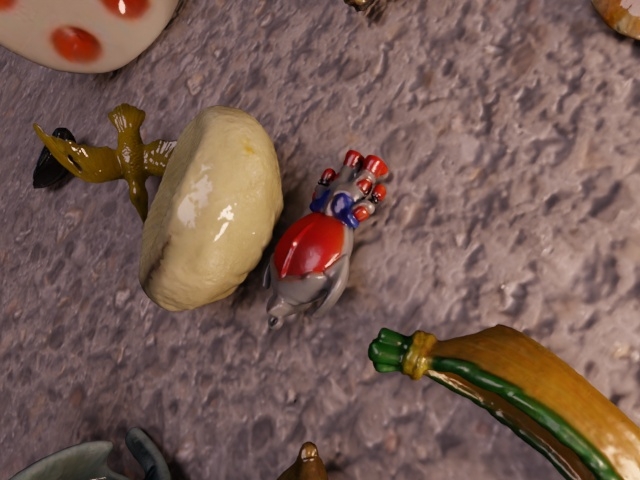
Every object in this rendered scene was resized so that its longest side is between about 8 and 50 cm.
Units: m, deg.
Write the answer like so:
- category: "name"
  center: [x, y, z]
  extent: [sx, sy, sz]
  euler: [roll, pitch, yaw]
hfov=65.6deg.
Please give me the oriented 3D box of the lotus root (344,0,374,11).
- category: "lotus root"
  center: [0.081, -0.347, 0.508]
  extent: [0.214, 0.138, 0.138]
  euler: [-54, 54, 16]

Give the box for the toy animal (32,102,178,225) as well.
- category: "toy animal"
  center: [-0.240, -0.098, 0.667]
  extent: [0.218, 0.155, 0.095]
  euler: [-9, 32, -12]

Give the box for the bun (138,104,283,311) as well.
- category: "bun"
  center: [-0.109, -0.027, 0.533]
  extent: [0.222, 0.127, 0.223]
  euler: [-43, 38, 47]

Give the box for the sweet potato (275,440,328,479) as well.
- category: "sweet potato"
  center: [-0.044, 0.287, 0.418]
  extent: [0.069, 0.059, 0.250]
  euler: [11, 84, 22]

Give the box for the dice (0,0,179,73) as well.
- category: "dice"
  center: [-0.411, -0.464, 0.760]
  extent: [0.276, 0.304, 0.304]
  euler: [-30, 60, 20]

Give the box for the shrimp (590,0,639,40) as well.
- category: "shrimp"
  center: [0.315, -0.291, 0.391]
  extent: [0.168, 0.058, 0.296]
  euler: [7, 81, 27]

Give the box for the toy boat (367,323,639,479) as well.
- category: "toy boat"
  center: [0.136, 0.127, 0.326]
  extent: [0.088, 0.089, 0.229]
  euler: [-40, 66, -12]

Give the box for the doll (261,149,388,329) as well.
- category: "doll"
  center: [0.000, 0.000, 0.487]
  extent: [0.104, 0.062, 0.195]
  euler: [26, 81, 25]

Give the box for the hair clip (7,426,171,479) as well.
- category: "hair clip"
  center: [-0.272, 0.339, 0.433]
  extent: [0.391, 0.238, 0.319]
  euler: [23, 88, 36]

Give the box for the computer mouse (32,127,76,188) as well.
- category: "computer mouse"
  center: [-0.436, -0.131, 0.820]
  extent: [0.135, 0.047, 0.079]
  euler: [-32, 46, 33]
